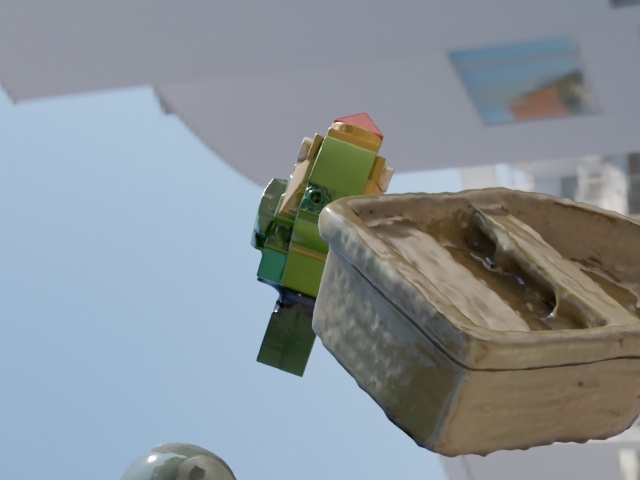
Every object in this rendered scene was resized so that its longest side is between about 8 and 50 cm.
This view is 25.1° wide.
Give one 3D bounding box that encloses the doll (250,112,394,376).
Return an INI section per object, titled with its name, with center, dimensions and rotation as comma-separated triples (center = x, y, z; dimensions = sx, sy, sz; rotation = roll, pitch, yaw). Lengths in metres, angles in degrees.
[doll]
center = 0.003, -0.006, 1.063
dimensions = 0.186, 0.106, 0.134
rotation = 107, -174, -49

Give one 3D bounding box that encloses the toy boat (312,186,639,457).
[toy boat]
center = 0.090, 0.030, 0.610
dimensions = 0.188, 0.116, 0.061
rotation = -3, -57, -38

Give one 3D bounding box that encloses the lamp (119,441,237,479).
[lamp]
center = -0.115, 0.214, 1.161
dimensions = 0.105, 0.105, 0.105
rotation = -5, -90, -70
